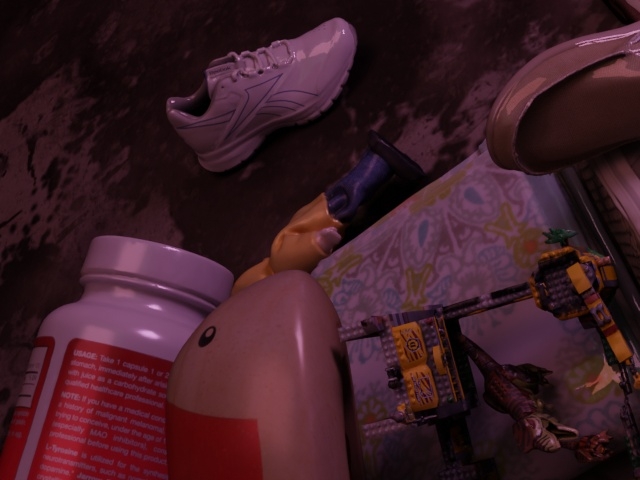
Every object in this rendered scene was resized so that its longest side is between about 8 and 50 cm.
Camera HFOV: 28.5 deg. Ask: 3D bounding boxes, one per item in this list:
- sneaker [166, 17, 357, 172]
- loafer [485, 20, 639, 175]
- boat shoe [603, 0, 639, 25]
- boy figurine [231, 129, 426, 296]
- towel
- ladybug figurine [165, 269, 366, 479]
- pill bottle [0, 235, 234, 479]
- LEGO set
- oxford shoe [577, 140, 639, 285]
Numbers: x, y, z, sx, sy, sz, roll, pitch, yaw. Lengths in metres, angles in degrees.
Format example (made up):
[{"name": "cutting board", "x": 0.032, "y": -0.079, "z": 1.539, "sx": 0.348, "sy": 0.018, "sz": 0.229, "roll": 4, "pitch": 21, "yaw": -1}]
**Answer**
[{"name": "sneaker", "x": -0.080, "y": -0.207, "z": 1.705, "sx": 0.297, "sy": 0.129, "sz": 0.111, "roll": -35, "pitch": 41, "yaw": 19}, {"name": "loafer", "x": 0.272, "y": -0.134, "z": 1.108, "sx": 0.268, "sy": 0.102, "sz": 0.092, "roll": -28, "pitch": 32, "yaw": -1}, {"name": "boat shoe", "x": 0.368, "y": -0.255, "z": 1.336, "sx": 0.095, "sy": 0.095, "sz": 0.257, "roll": -35, "pitch": 42, "yaw": 11}, {"name": "boy figurine", "x": 0.000, "y": 0.000, "z": 1.485, "sx": 0.285, "sy": 0.092, "sz": 0.177, "roll": -51, "pitch": 5, "yaw": 4}, {"name": "towel", "x": 0.158, "y": 0.094, "z": 1.271, "sx": 0.320, "sy": 0.090, "sz": 0.374, "roll": -37, "pitch": 47, "yaw": 23}, {"name": "ladybug figurine", "x": -0.040, "y": 0.254, "z": 1.135, "sx": 0.162, "sy": 0.305, "sz": 0.449, "roll": -7, "pitch": 92, "yaw": 4}, {"name": "pill bottle", "x": -0.231, "y": 0.213, "z": 1.422, "sx": 0.229, "sy": 0.229, "sz": 0.407, "roll": 0, "pitch": 70, "yaw": 44}, {"name": "LEGO set", "x": 0.154, "y": 0.160, "z": 1.046, "sx": 0.255, "sy": 0.192, "sz": 0.331, "roll": -8, "pitch": 86, "yaw": 26}, {"name": "oxford shoe", "x": 0.335, "y": -0.018, "z": 1.150, "sx": 0.130, "sy": 0.169, "sz": 0.449, "roll": -21, "pitch": 45, "yaw": 7}]
